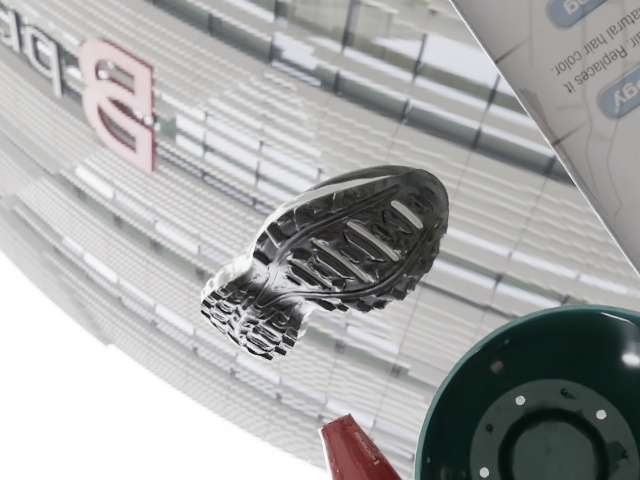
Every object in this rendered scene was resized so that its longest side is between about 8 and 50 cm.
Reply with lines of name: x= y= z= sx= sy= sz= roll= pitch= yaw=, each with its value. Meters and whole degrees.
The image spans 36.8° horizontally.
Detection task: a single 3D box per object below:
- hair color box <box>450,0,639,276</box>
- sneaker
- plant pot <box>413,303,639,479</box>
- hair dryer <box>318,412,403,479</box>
hair color box: x=0.138 y=-0.185 z=0.479 sx=0.374 sy=0.185 sz=0.113 roll=58 pitch=-162 yaw=10
sneaker: x=0.000 y=0.000 z=0.702 sx=0.100 sy=0.271 sz=0.108 roll=38 pitch=-123 yaw=-14
plant pot: x=0.233 y=0.217 z=0.896 sx=0.293 sy=0.235 sz=0.293 roll=-1 pitch=-100 yaw=5
hair dryer: x=0.027 y=0.296 z=0.876 sx=0.223 sy=0.080 sz=0.293 roll=30 pitch=-133 yaw=-32
